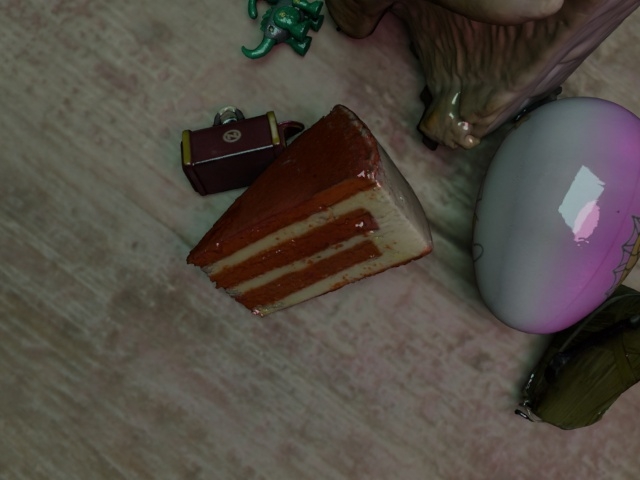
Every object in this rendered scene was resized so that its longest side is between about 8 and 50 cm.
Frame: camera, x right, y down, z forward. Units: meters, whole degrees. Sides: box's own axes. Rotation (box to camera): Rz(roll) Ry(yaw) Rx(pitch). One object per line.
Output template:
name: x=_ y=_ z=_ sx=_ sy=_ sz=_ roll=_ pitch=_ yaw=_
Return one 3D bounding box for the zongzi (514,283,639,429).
zongzi: x=0.328 y=0.147 z=0.695 sx=0.094 sy=0.204 sz=0.205 roll=34 pitch=88 yaw=-7

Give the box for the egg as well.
egg: x=0.270 y=-0.028 z=0.712 sx=0.196 sy=0.196 sz=0.271 roll=26 pitch=105 yaw=0

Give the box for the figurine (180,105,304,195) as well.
figurine: x=-0.095 y=-0.124 z=0.774 sx=0.154 sy=0.082 sz=0.098 roll=-15 pitch=64 yaw=-2

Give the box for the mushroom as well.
mushroom: x=0.164 y=-0.288 z=0.616 sx=0.224 sy=0.397 sz=0.314 roll=-36 pitch=85 yaw=-7

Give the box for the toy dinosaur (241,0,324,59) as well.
toy dinosaur: x=-0.053 y=-0.281 z=0.787 sx=0.096 sy=0.059 sz=0.132 roll=30 pitch=79 yaw=9

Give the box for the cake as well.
cake: x=0.000 y=0.000 z=0.704 sx=0.262 sy=0.159 sz=0.158 roll=-46 pitch=122 yaw=0
